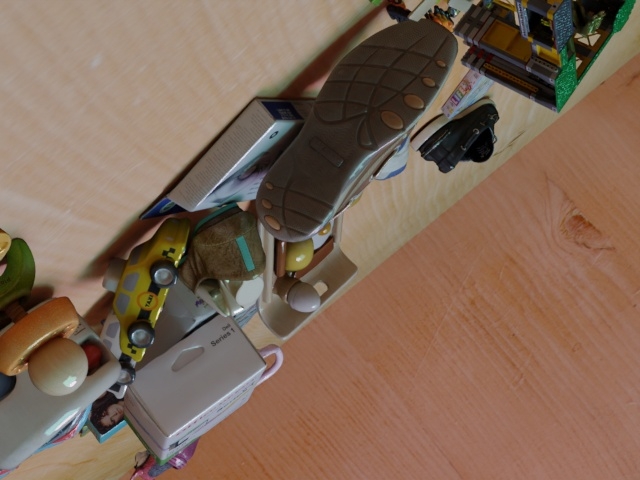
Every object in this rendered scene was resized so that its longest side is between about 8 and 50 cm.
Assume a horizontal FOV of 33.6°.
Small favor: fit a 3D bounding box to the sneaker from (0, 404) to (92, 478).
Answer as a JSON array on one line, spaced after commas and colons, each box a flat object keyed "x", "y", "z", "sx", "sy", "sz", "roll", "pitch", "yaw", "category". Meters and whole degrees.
[{"x": -0.457, "y": 0.287, "z": 1.607, "sx": 0.262, "sy": 0.104, "sz": 0.125, "roll": -39, "pitch": 169, "yaw": -1, "category": "sneaker"}]

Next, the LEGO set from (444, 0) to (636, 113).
[{"x": 0.278, "y": -0.338, "z": 1.393, "sx": 0.255, "sy": 0.192, "sz": 0.331, "roll": -58, "pitch": 157, "yaw": -1, "category": "LEGO set"}]

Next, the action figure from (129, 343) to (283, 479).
[{"x": -0.254, "y": 0.346, "z": 2.133, "sx": 0.370, "sy": 0.275, "sz": 0.248, "roll": -65, "pitch": 159, "yaw": -15, "category": "action figure"}]

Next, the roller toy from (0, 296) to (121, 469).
[{"x": -0.353, "y": 0.166, "z": 1.290, "sx": 0.209, "sy": 0.146, "sz": 0.191, "roll": -41, "pitch": -178, "yaw": -29, "category": "roller toy"}]

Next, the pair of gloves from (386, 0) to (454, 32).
[{"x": 0.120, "y": -0.270, "z": 1.280, "sx": 0.074, "sy": 0.083, "sz": 0.010, "roll": 36, "pitch": 69, "yaw": -73, "category": "pair of gloves"}]

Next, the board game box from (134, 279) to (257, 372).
[{"x": -0.192, "y": 0.109, "z": 1.821, "sx": 0.224, "sy": 0.097, "sz": 0.303, "roll": -45, "pitch": 168, "yaw": 37, "category": "board game box"}]

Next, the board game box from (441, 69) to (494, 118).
[{"x": 0.298, "y": -0.298, "z": 1.998, "sx": 0.103, "sy": 0.026, "sz": 0.154, "roll": -34, "pitch": 170, "yaw": -29, "category": "board game box"}]

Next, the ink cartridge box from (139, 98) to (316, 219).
[{"x": -0.096, "y": -0.093, "z": 1.365, "sx": 0.224, "sy": 0.045, "sz": 0.223, "roll": -43, "pitch": 170, "yaw": 22, "category": "ink cartridge box"}]

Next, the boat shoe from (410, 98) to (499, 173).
[{"x": 0.307, "y": -0.209, "z": 2.200, "sx": 0.127, "sy": 0.113, "sz": 0.340, "roll": -44, "pitch": 170, "yaw": 27, "category": "boat shoe"}]

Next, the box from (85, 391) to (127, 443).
[{"x": -0.337, "y": 0.261, "z": 1.971, "sx": 0.244, "sy": 0.100, "sz": 0.060, "roll": -36, "pitch": 169, "yaw": -23, "category": "box"}]

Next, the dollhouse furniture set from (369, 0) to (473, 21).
[{"x": 0.102, "y": -0.277, "z": 1.168, "sx": 0.058, "sy": 0.076, "sz": 0.151, "roll": -46, "pitch": 159, "yaw": 23, "category": "dollhouse furniture set"}]

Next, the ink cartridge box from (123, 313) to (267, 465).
[{"x": -0.214, "y": 0.251, "z": 1.760, "sx": 0.201, "sy": 0.117, "sz": 0.278, "roll": -35, "pitch": 169, "yaw": -20, "category": "ink cartridge box"}]

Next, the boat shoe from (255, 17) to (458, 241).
[{"x": 0.045, "y": -0.137, "z": 1.308, "sx": 0.324, "sy": 0.123, "sz": 0.116, "roll": -47, "pitch": 171, "yaw": 11, "category": "boat shoe"}]

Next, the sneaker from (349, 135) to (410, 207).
[{"x": 0.040, "y": -0.139, "z": 1.539, "sx": 0.296, "sy": 0.112, "sz": 0.131, "roll": -38, "pitch": 145, "yaw": -53, "category": "sneaker"}]

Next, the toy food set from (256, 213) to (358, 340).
[{"x": 0.000, "y": 0.000, "z": 1.743, "sx": 0.219, "sy": 0.092, "sz": 0.306, "roll": -41, "pitch": 151, "yaw": -35, "category": "toy food set"}]

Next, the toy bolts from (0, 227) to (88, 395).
[{"x": -0.341, "y": 0.110, "z": 1.016, "sx": 0.228, "sy": 0.158, "sz": 0.218, "roll": -37, "pitch": 171, "yaw": -16, "category": "toy bolts"}]

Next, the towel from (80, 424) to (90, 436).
[{"x": -0.496, "y": 0.400, "z": 2.309, "sx": 0.060, "sy": 0.009, "sz": 0.083, "roll": -34, "pitch": 169, "yaw": -26, "category": "towel"}]

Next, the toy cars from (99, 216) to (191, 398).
[{"x": -0.262, "y": 0.090, "z": 1.456, "sx": 0.394, "sy": 0.087, "sz": 0.176, "roll": 127, "pitch": -19, "yaw": -63, "category": "toy cars"}]

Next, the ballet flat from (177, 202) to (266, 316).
[{"x": -0.132, "y": 0.041, "z": 1.493, "sx": 0.116, "sy": 0.124, "sz": 0.342, "roll": -28, "pitch": 177, "yaw": -18, "category": "ballet flat"}]
